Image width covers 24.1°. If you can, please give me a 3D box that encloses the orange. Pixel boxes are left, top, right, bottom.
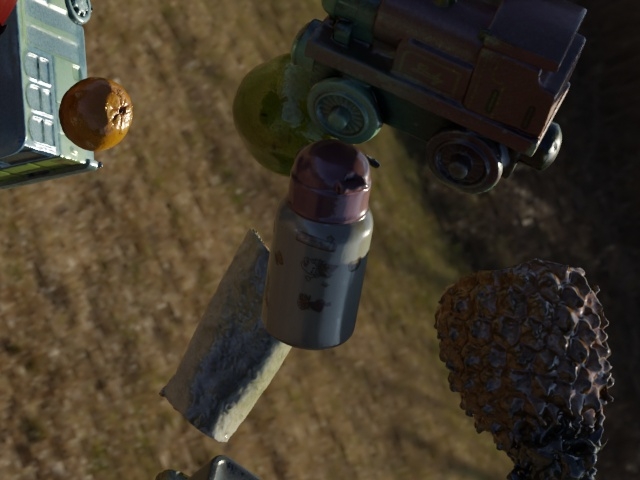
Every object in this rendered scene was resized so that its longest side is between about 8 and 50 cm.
[{"bbox_3d":[-0.242,-0.136,1.625,0.083,0.070,0.083,-30,124,-58],"label":"orange"}]

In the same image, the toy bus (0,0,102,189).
[{"bbox_3d":[-0.370,-0.228,1.753,0.190,0.152,0.312,16,66,-65],"label":"toy bus"}]

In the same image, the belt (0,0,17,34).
[{"bbox_3d":[-0.407,-0.295,1.509,0.227,0.324,0.115,52,18,21],"label":"belt"}]

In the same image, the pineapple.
[{"bbox_3d":[0.271,0.210,1.821,0.223,0.223,0.357,7,63,-51],"label":"pineapple"}]

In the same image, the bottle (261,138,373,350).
[{"bbox_3d":[0.000,0.000,1.648,0.110,0.110,0.233,-47,151,-53],"label":"bottle"}]

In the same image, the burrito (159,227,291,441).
[{"bbox_3d":[-0.114,0.145,2.203,0.143,0.299,0.105,29,1,-4],"label":"burrito"}]

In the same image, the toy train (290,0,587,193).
[{"bbox_3d":[0.117,-0.185,1.544,0.304,0.221,0.150,24,50,9],"label":"toy train"}]

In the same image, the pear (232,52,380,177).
[{"bbox_3d":[-0.013,-0.159,2.053,0.216,0.180,0.166,34,58,18],"label":"pear"}]

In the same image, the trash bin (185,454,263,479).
[{"bbox_3d":[-0.137,0.325,1.356,0.122,0.240,0.164,37,29,-16],"label":"trash bin"}]

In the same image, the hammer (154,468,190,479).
[{"bbox_3d":[-0.076,0.368,1.914,0.113,0.305,0.202,-41,148,-66],"label":"hammer"}]
